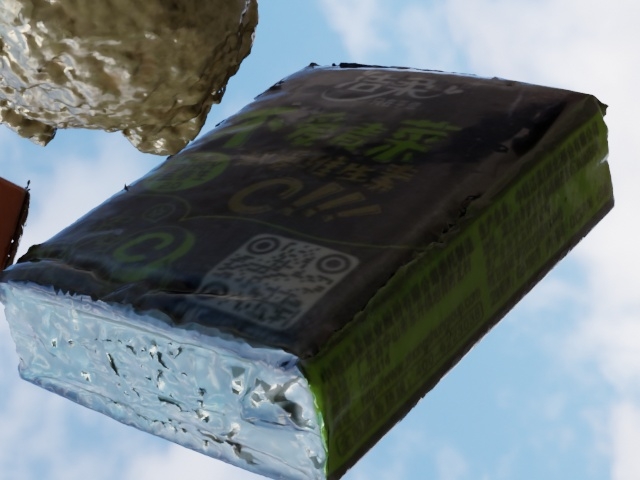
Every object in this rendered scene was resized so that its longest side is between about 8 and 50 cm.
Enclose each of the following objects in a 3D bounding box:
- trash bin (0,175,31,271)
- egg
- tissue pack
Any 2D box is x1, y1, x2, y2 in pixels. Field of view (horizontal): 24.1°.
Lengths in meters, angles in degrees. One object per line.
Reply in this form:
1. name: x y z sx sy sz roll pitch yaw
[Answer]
1. trash bin: -0.358 -0.026 1.163 0.238 0.161 0.184 20 -127 -19
2. egg: -0.084 -0.097 0.535 0.140 0.118 0.116 41 -149 -8
3. tissue pack: 0.000 0.000 0.650 0.235 0.173 0.073 -39 -50 -43
